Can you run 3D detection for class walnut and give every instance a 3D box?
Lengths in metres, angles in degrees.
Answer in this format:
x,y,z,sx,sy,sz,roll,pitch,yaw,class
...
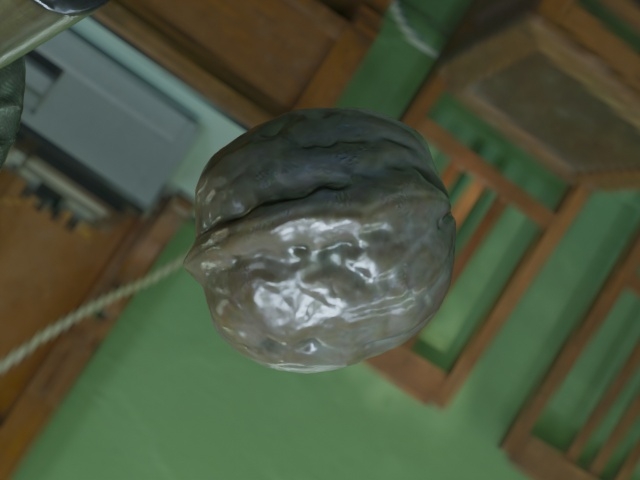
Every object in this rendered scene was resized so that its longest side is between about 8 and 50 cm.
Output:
x,y,z,sx,sy,sz,roll,pitch,yaw,class
0.000,0.000,1.413,0.224,0.224,0.224,30,164,9,walnut

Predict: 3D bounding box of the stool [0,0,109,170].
x,y,z,sx,sy,sz,roll,pitch,yaw,class
-0.293,-0.066,0.858,0.310,0.310,0.226,25,159,-19,stool
